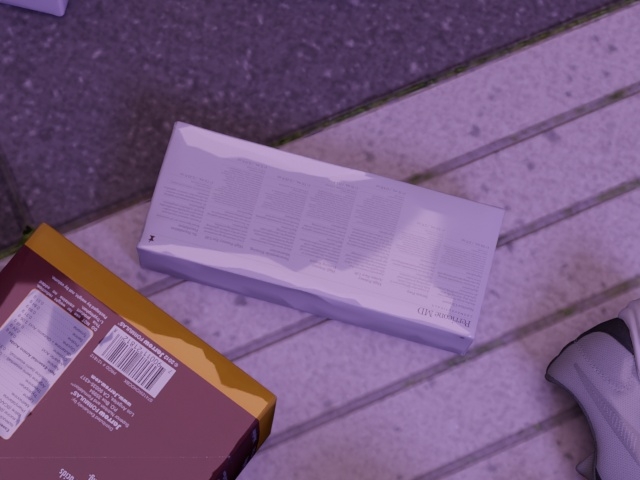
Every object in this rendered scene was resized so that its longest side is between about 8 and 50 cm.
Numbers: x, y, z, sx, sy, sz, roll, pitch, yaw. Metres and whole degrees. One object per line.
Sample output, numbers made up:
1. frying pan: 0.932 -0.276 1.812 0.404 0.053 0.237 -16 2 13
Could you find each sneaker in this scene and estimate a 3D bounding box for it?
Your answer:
1. sneaker: 0.242 0.177 1.092 0.108 0.100 0.272 -26 79 14

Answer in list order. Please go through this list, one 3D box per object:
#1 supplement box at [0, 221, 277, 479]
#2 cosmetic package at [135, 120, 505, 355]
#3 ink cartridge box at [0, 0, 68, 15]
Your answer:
1. supplement box: -0.161 0.134 1.051 0.191 0.129 0.194 36 74 7
2. cosmetic package: 0.000 0.000 1.137 0.239 0.060 0.099 16 71 1
3. ink cartridge box: -0.206 -0.335 1.148 0.117 0.207 0.283 13 73 -1
